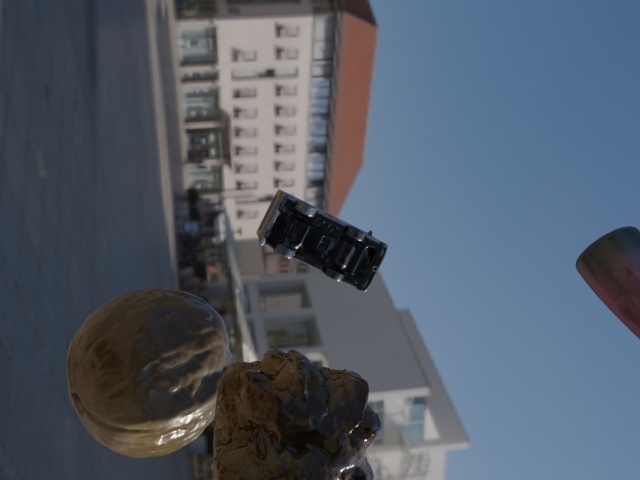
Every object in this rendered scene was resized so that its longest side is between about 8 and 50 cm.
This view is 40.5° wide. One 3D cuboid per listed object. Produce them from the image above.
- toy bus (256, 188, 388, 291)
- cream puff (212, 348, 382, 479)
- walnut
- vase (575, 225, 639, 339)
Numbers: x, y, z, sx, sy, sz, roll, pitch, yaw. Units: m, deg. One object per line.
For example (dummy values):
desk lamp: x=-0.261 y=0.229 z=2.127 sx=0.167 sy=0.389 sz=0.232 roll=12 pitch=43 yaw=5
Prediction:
toy bus: x=0.000 y=0.000 z=0.740 sx=0.052 sy=0.102 sz=0.058 roll=-63 pitch=-165 yaw=5
cream puff: x=-0.017 y=0.124 z=0.528 sx=0.116 sy=0.122 sz=0.094 roll=54 pitch=-9 yaw=-13
walnut: x=-0.218 y=0.171 z=1.143 sx=0.228 sy=0.228 sz=0.228 roll=176 pitch=-90 yaw=-82
vase: x=0.386 y=0.090 z=0.993 sx=0.086 sy=0.086 sz=0.214 roll=99 pitch=-33 yaw=-57
